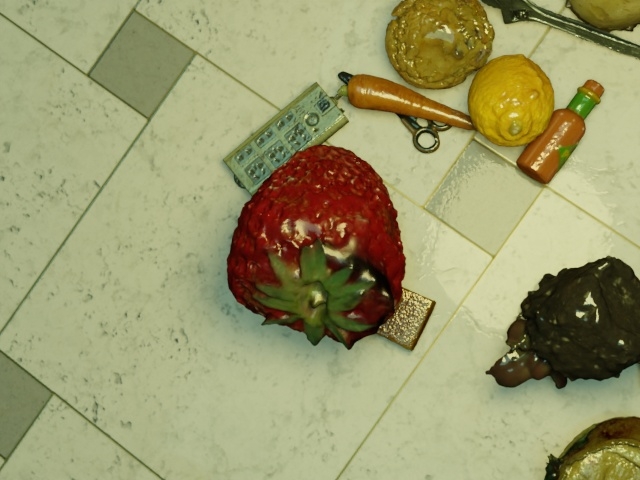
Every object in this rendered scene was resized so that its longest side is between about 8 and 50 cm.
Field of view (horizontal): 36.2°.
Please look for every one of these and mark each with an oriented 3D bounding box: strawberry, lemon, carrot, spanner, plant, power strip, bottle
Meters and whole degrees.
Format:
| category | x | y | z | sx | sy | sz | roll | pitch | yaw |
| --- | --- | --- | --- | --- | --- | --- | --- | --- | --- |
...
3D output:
| category | x | y | z | sx | sy | sz | roll | pitch | yaw |
| --- | --- | --- | --- | --- | --- | --- | --- | --- | --- |
| strawberry | -0.001 | 0.014 | 1.600 | 0.291 | 0.310 | 0.292 | 3 | 115 | 7 |
| lemon | 0.312 | -0.223 | 1.596 | 0.142 | 0.187 | 0.142 | 3 | 128 | 4 |
| carrot | 0.154 | -0.234 | 1.662 | 0.256 | 0.061 | 0.061 | 14 | 87 | 6 |
| spanner | 0.414 | -0.362 | 1.639 | 0.325 | 0.093 | 0.026 | 21 | 69 | 4 |
| plant | 0.405 | 0.137 | 1.533 | 0.178 | 0.204 | 0.234 | 42 | 137 | -6 |
| power strip | -0.048 | -0.186 | 1.716 | 0.268 | 0.034 | 0.092 | -39 | 80 | 4 |
| bottle | 0.404 | -0.185 | 1.626 | 0.069 | 0.069 | 0.187 | 35 | 92 | 10 |

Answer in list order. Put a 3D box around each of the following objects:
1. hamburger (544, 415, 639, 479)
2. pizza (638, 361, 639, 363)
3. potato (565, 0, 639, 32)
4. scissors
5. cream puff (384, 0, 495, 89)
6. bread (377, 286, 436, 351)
| category | x | y | z | sx | sy | sz | roll | pitch | yaw |
| --- | --- | --- | --- | --- | --- | --- | --- | --- | --- |
| hamburger | 0.502 | 0.391 | 1.526 | 0.308 | 0.132 | 0.211 | 29 | 90 | 10 |
| pizza | 0.541 | 0.210 | 1.590 | 0.083 | 0.025 | 0.078 | 34 | 86 | 17 |
| potato | 0.526 | -0.477 | 1.563 | 0.285 | 0.242 | 0.242 | -35 | 81 | 2 |
| scissors | 0.124 | -0.236 | 1.703 | 0.220 | 0.017 | 0.088 | 33 | 91 | 11 |
| cream puff | 0.199 | -0.342 | 1.644 | 0.189 | 0.129 | 0.189 | -1 | 87 | 12 |
| bread | 0.137 | 0.127 | 1.658 | 0.090 | 0.035 | 0.094 | 25 | 89 | 10 |
